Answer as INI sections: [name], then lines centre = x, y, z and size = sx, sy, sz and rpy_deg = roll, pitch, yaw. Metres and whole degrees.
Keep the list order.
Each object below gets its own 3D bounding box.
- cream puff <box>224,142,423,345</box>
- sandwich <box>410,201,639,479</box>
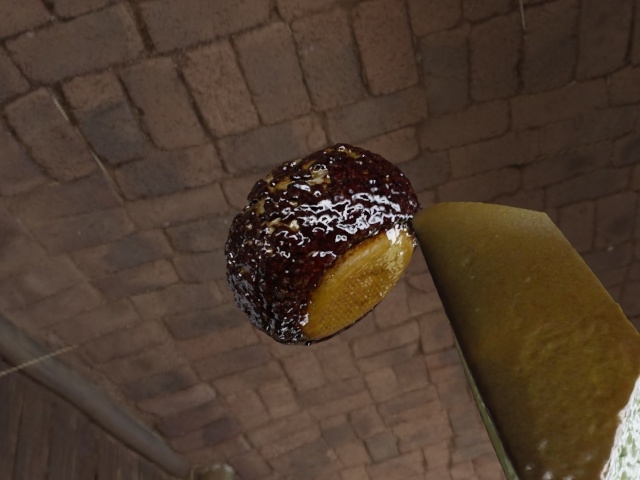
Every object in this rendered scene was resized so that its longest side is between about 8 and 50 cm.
[cream puff]
centre = 0.000, 0.000, 0.792
size = 0.239, 0.165, 0.239
rpy_deg = -34, 154, -20
[sandwich]
centre = 0.119, 0.061, 0.385
size = 0.096, 0.258, 0.094
rpy_deg = -26, 129, 9
